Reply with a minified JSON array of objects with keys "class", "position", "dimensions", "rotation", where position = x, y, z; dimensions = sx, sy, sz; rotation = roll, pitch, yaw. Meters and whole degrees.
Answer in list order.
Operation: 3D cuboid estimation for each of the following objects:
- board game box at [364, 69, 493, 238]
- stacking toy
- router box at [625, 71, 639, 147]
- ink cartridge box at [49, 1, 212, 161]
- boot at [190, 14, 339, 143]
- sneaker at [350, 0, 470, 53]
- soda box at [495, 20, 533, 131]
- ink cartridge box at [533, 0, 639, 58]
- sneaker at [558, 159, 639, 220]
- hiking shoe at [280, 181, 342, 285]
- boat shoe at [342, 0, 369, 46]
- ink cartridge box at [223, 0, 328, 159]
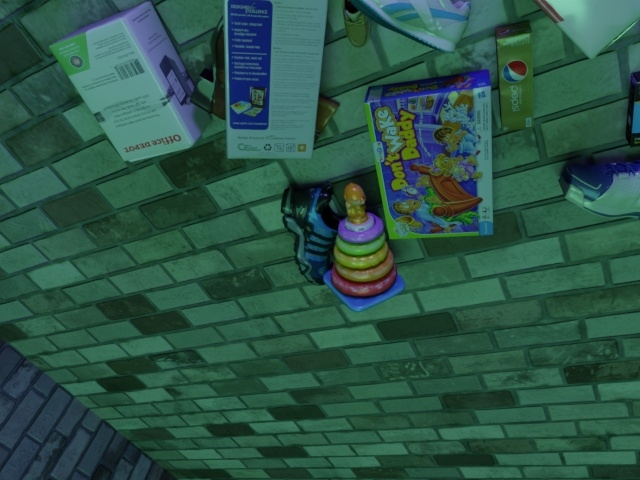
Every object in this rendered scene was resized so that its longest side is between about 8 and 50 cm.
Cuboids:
[{"class":"board game box","position":[0.239,-0.161,1.030],"dimensions":[0.233,0.078,0.347],"rotation":[-3,130,18]},{"class":"stacking toy","position":[0.092,-0.003,1.136],"dimensions":[0.165,0.175,0.302],"rotation":[-24,127,-19]},{"class":"router box","position":[0.649,-0.244,0.864],"dimensions":[0.178,0.046,0.133],"rotation":[-6,128,21]},{"class":"ink cartridge box","position":[-0.389,-0.323,1.033],"dimensions":[0.198,0.115,0.273],"rotation":[-7,128,22]},{"class":"boot","position":[-0.090,-0.318,0.976],"dimensions":[0.280,0.096,0.264],"rotation":[23,121,-14]},{"class":"sneaker","position":[0.146,-0.402,0.827],"dimensions":[0.228,0.087,0.092],"rotation":[16,112,-21]},{"class":"soda box","position":[0.354,-0.295,0.890],"dimensions":[0.058,0.061,0.181],"rotation":[-4,130,19]},{"class":"ink cartridge box","position":[0.355,-0.379,0.709],"dimensions":[0.158,0.218,0.092],"rotation":[35,125,-16]},{"class":"sneaker","position":[0.641,-0.126,0.935],"dimensions":[0.315,0.127,0.182],"rotation":[16,123,4]},{"class":"hiking shoe","position":[0.000,0.000,1.217],"dimensions":[0.132,0.113,0.304],"rotation":[-6,131,16]},{"class":"boat shoe","position":[0.060,-0.411,0.878],"dimensions":[0.050,0.045,0.135],"rotation":[0,131,16]},{"class":"ink cartridge box","position":[-0.088,-0.322,0.900],"dimensions":[0.175,0.069,0.371],"rotation":[-1,132,-10]}]
